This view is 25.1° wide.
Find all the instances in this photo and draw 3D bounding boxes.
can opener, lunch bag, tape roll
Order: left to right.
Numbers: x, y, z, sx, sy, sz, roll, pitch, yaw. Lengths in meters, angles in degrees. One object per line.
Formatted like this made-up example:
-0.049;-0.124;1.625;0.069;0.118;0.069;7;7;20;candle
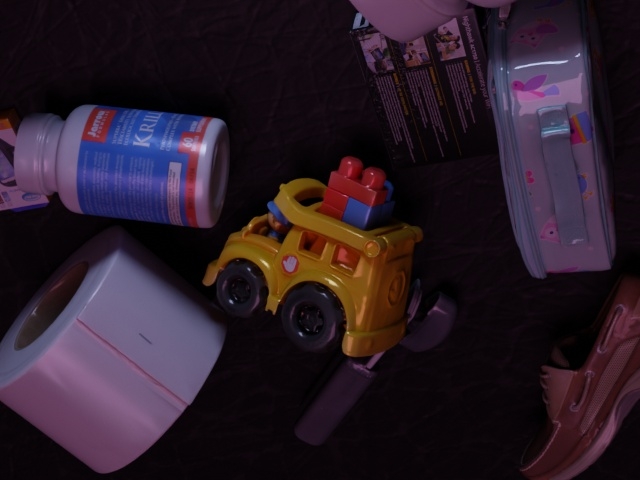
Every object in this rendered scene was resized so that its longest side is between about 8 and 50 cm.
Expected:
-0.251;0.126;1.685;0.169;0.246;0.246;41;124;-18;tape roll
0.068;0.157;1.749;0.095;0.076;0.283;27;129;-8;can opener
0.227;-0.114;1.411;0.108;0.224;0.279;-6;126;16;lunch bag

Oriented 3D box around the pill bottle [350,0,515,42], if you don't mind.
0.181;-0.333;1.263;0.361;0.204;0.204;-27;117;28;pill bottle

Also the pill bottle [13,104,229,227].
-0.219;-0.085;1.590;0.222;0.124;0.124;6;128;6;pill bottle

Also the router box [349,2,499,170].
0.119;-0.165;1.507;0.133;0.046;0.178;-8;125;17;router box

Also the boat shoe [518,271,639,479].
0.314;0.156;1.680;0.116;0.123;0.324;30;121;-3;boat shoe

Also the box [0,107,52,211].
-0.370;-0.086;1.683;0.081;0.028;0.136;-9;123;18;box

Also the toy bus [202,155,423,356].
0.000;0.000;1.598;0.220;0.149;0.211;22;111;26;toy bus
